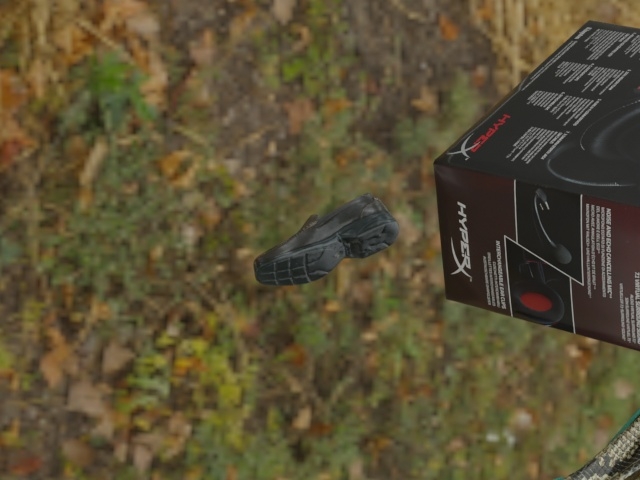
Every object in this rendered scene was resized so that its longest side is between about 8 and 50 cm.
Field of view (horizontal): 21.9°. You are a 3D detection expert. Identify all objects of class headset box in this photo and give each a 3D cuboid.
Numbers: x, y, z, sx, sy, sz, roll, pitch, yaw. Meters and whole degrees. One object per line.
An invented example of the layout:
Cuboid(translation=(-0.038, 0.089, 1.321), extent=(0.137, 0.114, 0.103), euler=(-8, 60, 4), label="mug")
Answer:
Cuboid(translation=(0.251, -0.026, 1.018), extent=(0.218, 0.293, 0.110), euler=(-42, 136, -42), label="headset box")

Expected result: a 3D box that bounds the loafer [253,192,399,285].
Cuboid(translation=(0.000, 0.000, 1.834), extent=(0.062, 0.170, 0.061), euler=(89, -23, -52), label="loafer")

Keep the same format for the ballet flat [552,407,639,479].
Cuboid(translation=(0.389, 0.360, 2.191), extent=(0.483, 0.182, 0.164), euler=(-37, 136, -6), label="ballet flat")
